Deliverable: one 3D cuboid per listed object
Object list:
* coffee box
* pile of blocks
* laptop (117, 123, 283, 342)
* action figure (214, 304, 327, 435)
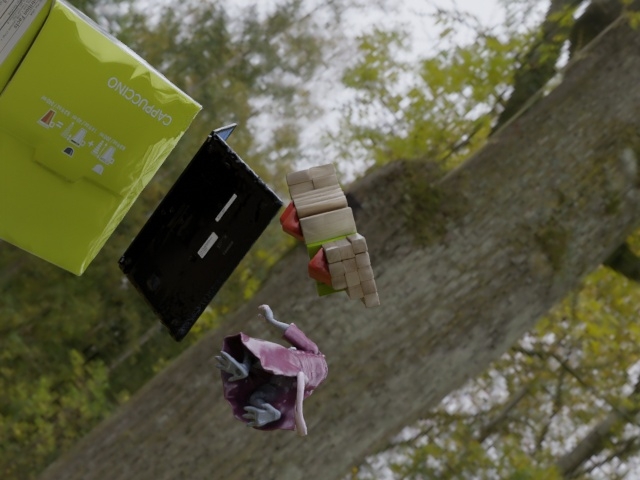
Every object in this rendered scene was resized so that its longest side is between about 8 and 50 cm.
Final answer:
[{"bbox_3d":[-0.458,-0.210,1.612,0.334,0.338,0.338,38,2,39],"label":"coffee box"},{"bbox_3d":[0.000,0.000,1.706,0.362,0.113,0.149,-108,-174,-58],"label":"pile of blocks"},{"bbox_3d":[-0.156,-0.021,1.453,0.264,0.234,0.136,46,15,35],"label":"laptop"},{"bbox_3d":[-0.067,0.280,2.346,0.276,0.370,0.248,2,-87,30],"label":"action figure"}]
